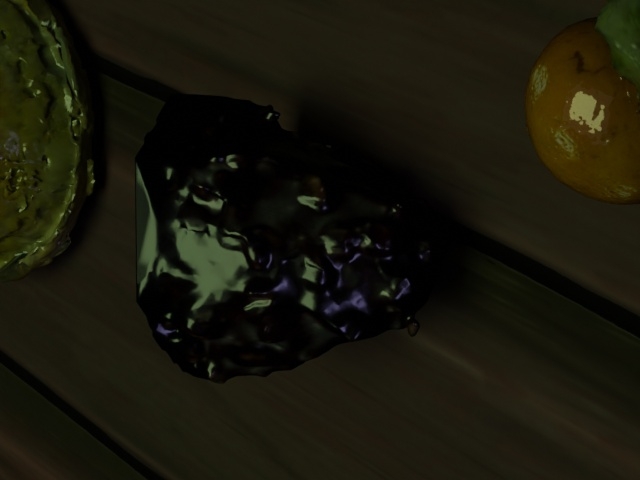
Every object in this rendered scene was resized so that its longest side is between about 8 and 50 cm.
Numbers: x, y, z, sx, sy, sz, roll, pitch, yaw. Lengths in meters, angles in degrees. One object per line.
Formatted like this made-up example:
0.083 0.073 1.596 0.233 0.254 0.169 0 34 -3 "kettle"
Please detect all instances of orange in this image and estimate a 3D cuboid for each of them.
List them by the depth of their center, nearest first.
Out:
0.124 -0.055 0.673 0.070 0.083 0.083 -28 78 36 "orange"

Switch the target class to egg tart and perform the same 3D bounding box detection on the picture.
-0.233 -0.072 1.062 0.212 0.090 0.212 11 106 42 "egg tart"

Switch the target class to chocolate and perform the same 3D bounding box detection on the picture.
0.000 0.000 0.803 0.133 0.156 0.156 0 99 29 "chocolate"

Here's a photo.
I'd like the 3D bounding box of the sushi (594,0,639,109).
0.190 -0.067 0.526 0.274 0.139 0.184 58 160 24 "sushi"
